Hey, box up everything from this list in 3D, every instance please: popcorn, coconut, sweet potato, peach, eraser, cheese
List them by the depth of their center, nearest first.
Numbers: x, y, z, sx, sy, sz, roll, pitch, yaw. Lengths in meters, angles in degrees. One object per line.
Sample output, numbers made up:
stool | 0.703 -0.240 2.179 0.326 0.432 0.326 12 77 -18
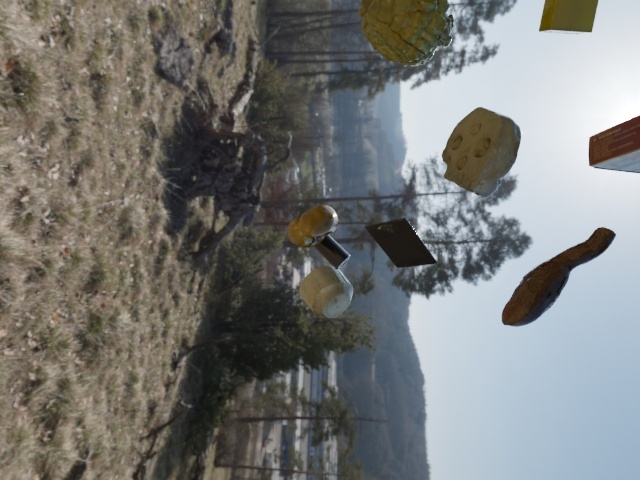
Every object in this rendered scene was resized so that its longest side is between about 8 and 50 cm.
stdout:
eraser | 0.518 -0.495 0.839 0.045 0.097 0.122 -107 -161 -70
popcorn | 0.209 -0.589 1.085 0.225 0.173 0.286 33 10 -38
sweet potato | 0.642 0.103 1.128 0.109 0.385 0.109 47 -3 3
peach | -0.027 -0.045 1.332 0.103 0.179 0.179 57 4 8
cheese | 0.561 -0.308 1.453 0.318 0.115 0.325 148 -44 -64
coconut | 0.020 0.204 1.688 0.222 0.202 0.202 49 -26 47

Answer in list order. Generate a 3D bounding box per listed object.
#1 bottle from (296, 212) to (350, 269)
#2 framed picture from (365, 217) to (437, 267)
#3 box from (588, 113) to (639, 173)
bottle | 0.000 0.000 1.496 0.072 0.244 0.082 -37 165 -31
framed picture | 0.400 0.022 2.025 0.323 0.244 0.013 49 52 -26
box | 1.178 -0.330 1.331 0.385 0.345 0.121 142 -48 -80
